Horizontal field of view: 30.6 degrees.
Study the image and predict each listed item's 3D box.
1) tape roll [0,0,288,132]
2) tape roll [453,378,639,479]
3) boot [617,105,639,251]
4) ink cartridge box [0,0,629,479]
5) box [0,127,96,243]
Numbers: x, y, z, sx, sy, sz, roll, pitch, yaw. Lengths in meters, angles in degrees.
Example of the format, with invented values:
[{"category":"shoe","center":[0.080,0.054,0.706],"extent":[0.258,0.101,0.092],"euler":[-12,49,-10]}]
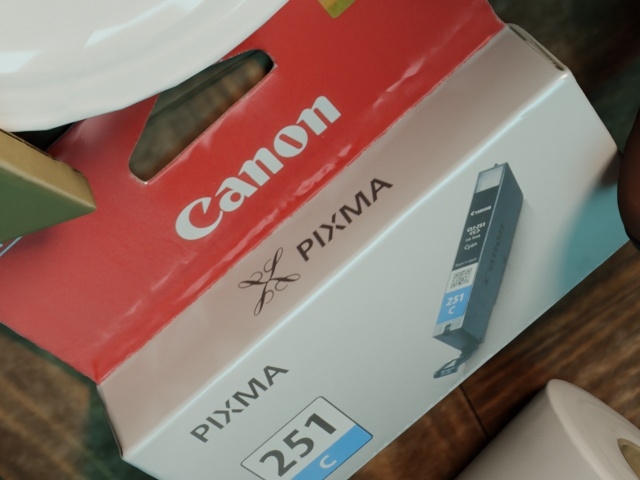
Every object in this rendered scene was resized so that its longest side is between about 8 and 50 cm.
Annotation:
[{"category":"tape roll","center":[-0.115,-0.179,0.382],"extent":[0.286,0.100,0.286],"euler":[-15,130,-18]},{"category":"tape roll","center":[0.180,0.231,0.745],"extent":[0.246,0.246,0.169],"euler":[30,107,-39]},{"category":"boot","center":[0.156,-0.155,0.511],"extent":[0.280,0.096,0.264],"euler":[34,89,-41]},{"category":"ink cartridge box","center":[0.000,0.000,0.598],"extent":[0.296,0.066,0.261],"euler":[-42,133,6]},{"category":"box","center":[-0.183,-0.005,0.421],"extent":[0.164,0.021,0.201],"euler":[-18,175,1]}]
